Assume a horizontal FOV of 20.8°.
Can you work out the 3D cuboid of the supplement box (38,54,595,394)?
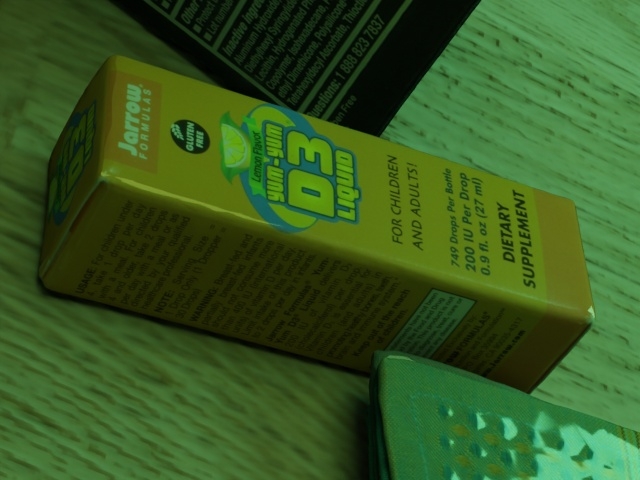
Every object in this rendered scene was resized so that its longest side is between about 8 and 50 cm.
[{"bbox_3d":[0.000,0.000,0.762,0.233,0.080,0.078,14,47,-20],"label":"supplement box"}]

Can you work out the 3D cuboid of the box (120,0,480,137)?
[{"bbox_3d":[-0.006,-0.246,0.797,0.294,0.296,0.183,37,45,-2],"label":"box"}]

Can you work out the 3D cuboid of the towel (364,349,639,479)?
[{"bbox_3d":[0.180,0.210,0.738,0.370,0.040,0.271,18,49,-22],"label":"towel"}]
